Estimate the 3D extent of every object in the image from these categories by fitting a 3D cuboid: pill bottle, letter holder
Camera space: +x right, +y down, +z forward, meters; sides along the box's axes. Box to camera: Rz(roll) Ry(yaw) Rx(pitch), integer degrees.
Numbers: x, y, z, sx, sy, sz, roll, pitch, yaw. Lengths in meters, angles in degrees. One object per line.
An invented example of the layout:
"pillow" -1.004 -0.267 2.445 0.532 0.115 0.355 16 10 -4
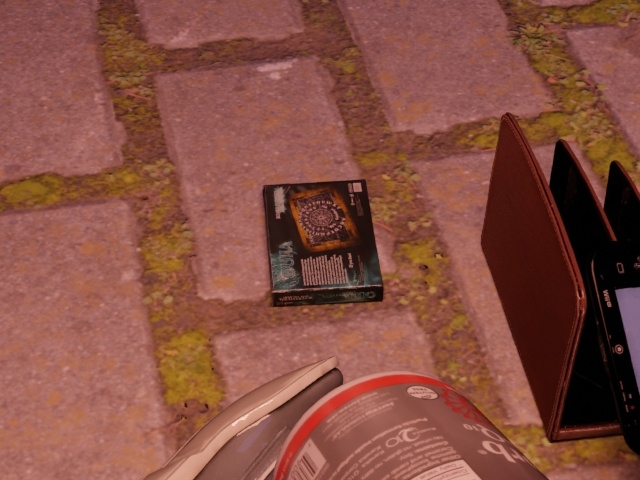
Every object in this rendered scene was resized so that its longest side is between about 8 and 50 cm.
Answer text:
"pill bottle" 0.110 0.265 1.077 0.210 0.210 0.363 -14 24 -16
"letter holder" 0.282 0.019 1.422 0.152 0.214 0.302 -5 42 -6

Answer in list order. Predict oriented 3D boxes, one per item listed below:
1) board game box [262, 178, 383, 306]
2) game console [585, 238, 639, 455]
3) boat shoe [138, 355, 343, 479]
"board game box" 0.000 0.000 1.580 0.126 0.026 0.186 -3 43 -3
"game console" 0.302 0.173 1.216 0.213 0.044 0.361 -1 73 -35
"boat shoe" -0.076 0.220 1.310 0.319 0.116 0.099 -36 97 -42
